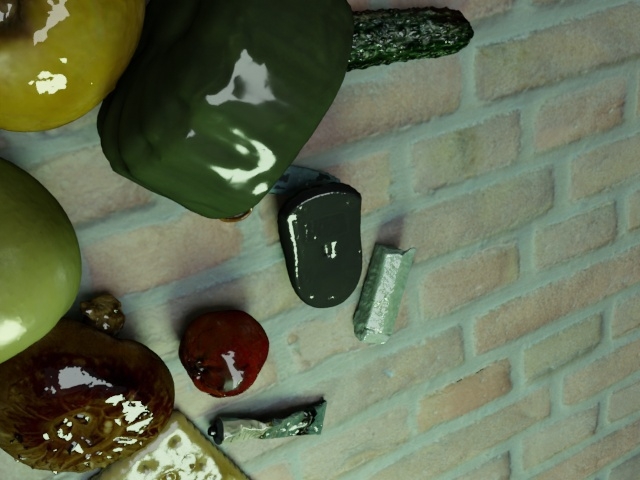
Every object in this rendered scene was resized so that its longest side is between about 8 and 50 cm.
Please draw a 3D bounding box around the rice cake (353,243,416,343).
[{"bbox_3d":[0.116,0.099,1.309,0.069,0.063,0.207,5,106,-24],"label":"rice cake"}]

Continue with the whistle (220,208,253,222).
[{"bbox_3d":[-0.147,-0.056,1.115,0.109,0.046,0.057,-1,96,-35],"label":"whistle"}]

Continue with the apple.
[{"bbox_3d":[-0.451,0.028,0.860,0.292,0.292,0.254,-28,116,-16],"label":"apple"}]

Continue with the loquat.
[{"bbox_3d":[-0.337,-0.257,0.789,0.274,0.275,0.275,-11,115,-24],"label":"loquat"}]

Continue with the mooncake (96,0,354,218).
[{"bbox_3d":[-0.131,-0.214,0.870,0.194,0.356,0.356,24,98,-31],"label":"mooncake"}]

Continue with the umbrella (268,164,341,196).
[{"bbox_3d":[-0.074,-0.103,1.124,0.250,0.052,0.053,12,135,-33],"label":"umbrella"}]

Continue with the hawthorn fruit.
[{"bbox_3d":[-0.152,0.182,1.165,0.172,0.148,0.148,-25,124,-49],"label":"hawthorn fruit"}]

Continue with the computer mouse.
[{"bbox_3d":[0.000,0.000,1.177,0.137,0.086,0.270,-16,134,-12],"label":"computer mouse"}]

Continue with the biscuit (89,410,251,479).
[{"bbox_3d":[-0.251,0.471,1.277,0.217,0.044,0.325,-40,123,-10],"label":"biscuit"}]

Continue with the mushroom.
[{"bbox_3d":[-0.362,0.226,1.042,0.297,0.163,0.278,21,100,-32],"label":"mushroom"}]

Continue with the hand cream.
[{"bbox_3d":[-0.098,0.347,1.313,0.247,0.052,0.075,0,133,-35],"label":"hand cream"}]

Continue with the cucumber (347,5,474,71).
[{"bbox_3d":[0.109,-0.324,1.110,0.359,0.096,0.096,-13,116,-22],"label":"cucumber"}]
